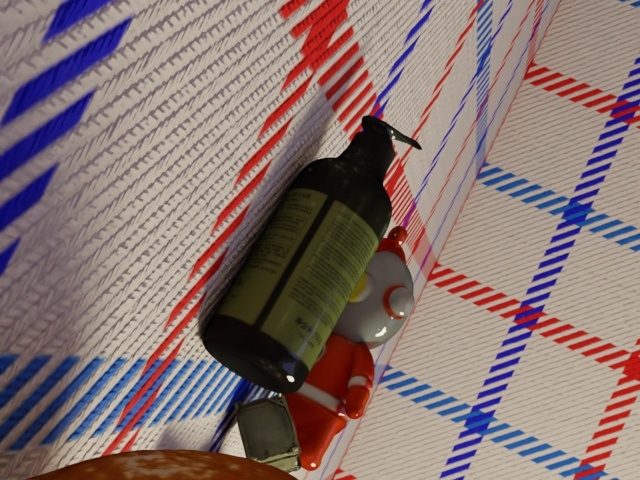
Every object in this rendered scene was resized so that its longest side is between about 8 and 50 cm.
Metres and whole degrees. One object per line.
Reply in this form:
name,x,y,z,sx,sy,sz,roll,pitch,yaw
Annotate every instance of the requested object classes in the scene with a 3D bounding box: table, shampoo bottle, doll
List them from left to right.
table,-0.061,0.227,1.085,0.083,0.062,0.079,91,-18,-61
shampoo bottle,0.000,0.000,0.872,0.284,0.101,0.101,-61,168,-21
doll,0.031,0.127,1.206,0.336,0.105,0.200,-61,-154,-11

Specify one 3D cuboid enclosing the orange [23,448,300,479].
orange,-0.114,0.314,0.484,0.424,0.326,0.424,-163,-90,-85
